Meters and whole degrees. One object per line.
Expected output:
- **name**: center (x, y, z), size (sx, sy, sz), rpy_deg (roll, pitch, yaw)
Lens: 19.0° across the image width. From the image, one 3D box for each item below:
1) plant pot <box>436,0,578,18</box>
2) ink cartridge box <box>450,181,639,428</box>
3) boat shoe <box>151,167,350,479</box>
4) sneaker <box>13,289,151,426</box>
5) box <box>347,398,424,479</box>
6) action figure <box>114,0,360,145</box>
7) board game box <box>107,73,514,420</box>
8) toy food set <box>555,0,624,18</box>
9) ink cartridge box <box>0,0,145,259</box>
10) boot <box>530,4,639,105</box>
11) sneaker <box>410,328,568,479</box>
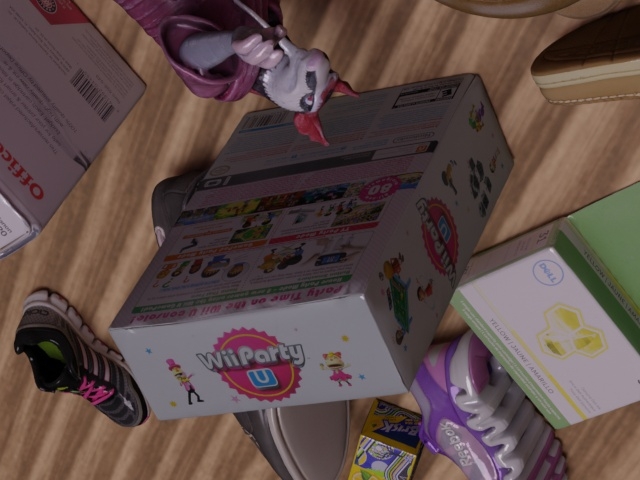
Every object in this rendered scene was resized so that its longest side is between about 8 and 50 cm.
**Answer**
- **plant pot**: center (0.120, -0.265, 1.403), size (0.236, 0.032, 0.236), rpy_deg (13, 125, 18)
- **ink cartridge box**: center (0.247, 0.052, 1.605), size (0.235, 0.056, 0.171), rpy_deg (-26, 113, 38)
- **boat shoe**: center (-0.061, 0.080, 1.733), size (0.095, 0.112, 0.335), rpy_deg (6, 125, 41)
- **sneaker**: center (-0.237, 0.130, 1.858), size (0.063, 0.075, 0.170), rpy_deg (-27, 113, 36)
- **box**: center (0.056, 0.234, 1.830), size (0.059, 0.054, 0.169), rpy_deg (20, 132, 7)
- **action figure**: center (-0.125, -0.200, 1.434), size (0.275, 0.248, 0.370), rpy_deg (-30, 108, 38)
- **board game box**: center (0.000, 0.000, 1.499), size (0.224, 0.303, 0.097), rpy_deg (-9, 121, 29)
- **toy food set**: center (0.194, -0.205, 1.444), size (0.083, 0.020, 0.082), rpy_deg (-25, 113, 36)
- **ink cartridge box**: center (-0.263, -0.107, 1.584), size (0.092, 0.218, 0.158), rpy_deg (-27, 112, 37)
- **boot**: center (0.305, -0.083, 1.446), size (0.262, 0.095, 0.203), rpy_deg (-9, 121, 22)
- **sneaker**: center (0.145, 0.181, 1.732), size (0.104, 0.095, 0.236), rpy_deg (-7, 118, 36)
